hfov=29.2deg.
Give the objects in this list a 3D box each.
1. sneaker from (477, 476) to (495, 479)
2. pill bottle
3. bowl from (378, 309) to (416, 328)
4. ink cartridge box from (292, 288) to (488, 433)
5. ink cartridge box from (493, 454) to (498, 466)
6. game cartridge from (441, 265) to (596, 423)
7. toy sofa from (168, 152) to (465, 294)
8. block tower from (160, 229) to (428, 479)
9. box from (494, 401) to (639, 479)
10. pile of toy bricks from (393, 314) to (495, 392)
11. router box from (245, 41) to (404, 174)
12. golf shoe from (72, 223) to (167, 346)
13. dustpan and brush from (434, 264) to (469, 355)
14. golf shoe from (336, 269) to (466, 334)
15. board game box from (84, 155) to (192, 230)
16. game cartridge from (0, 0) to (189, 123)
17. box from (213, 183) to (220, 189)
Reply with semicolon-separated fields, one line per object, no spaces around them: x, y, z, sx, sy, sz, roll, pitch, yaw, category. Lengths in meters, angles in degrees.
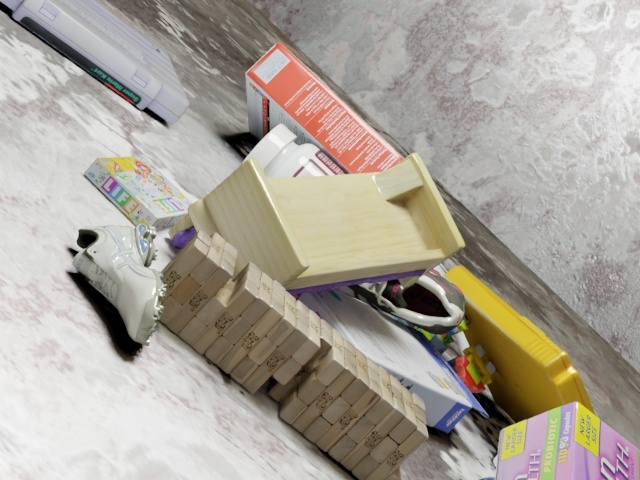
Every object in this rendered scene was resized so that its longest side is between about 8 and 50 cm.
0.256;0.357;1.485;0.221;0.083;0.087;42;-3;-20;sneaker
-0.016;-0.078;1.973;0.221;0.121;0.121;43;12;1;pill bottle
0.115;0.085;1.989;0.142;0.053;0.142;41;13;-6;bowl
0.082;0.154;1.627;0.311;0.065;0.186;26;18;-46;ink cartridge box
0.320;0.346;1.730;0.135;0.056;0.099;34;16;-37;ink cartridge box
0.316;0.211;1.831;0.323;0.052;0.285;42;-18;57;game cartridge
0.000;0.000;1.531;0.362;0.177;0.150;-6;65;-52;toy sofa
-0.028;0.127;1.305;0.335;0.097;0.091;41;13;-11;block tower
0.313;0.340;1.373;0.243;0.117;0.214;36;46;-24;box
0.157;0.150;1.841;0.212;0.118;0.105;58;40;-5;pile of toy bricks
0.003;-0.164;2.150;0.301;0.082;0.335;44;-10;6;router box
-0.198;0.041;1.187;0.086;0.069;0.176;10;25;-21;golf shoe
0.209;0.123;2.089;0.147;0.060;0.211;-15;-85;65;dustpan and brush
0.083;0.047;1.748;0.272;0.105;0.120;23;2;2;golf shoe
-0.216;-0.058;1.504;0.103;0.026;0.154;44;12;5;board game box
-0.366;-0.327;1.886;0.355;0.068;0.230;36;18;-30;game cartridge
-0.086;-0.002;1.657;0.169;0.054;0.059;43;12;6;box
